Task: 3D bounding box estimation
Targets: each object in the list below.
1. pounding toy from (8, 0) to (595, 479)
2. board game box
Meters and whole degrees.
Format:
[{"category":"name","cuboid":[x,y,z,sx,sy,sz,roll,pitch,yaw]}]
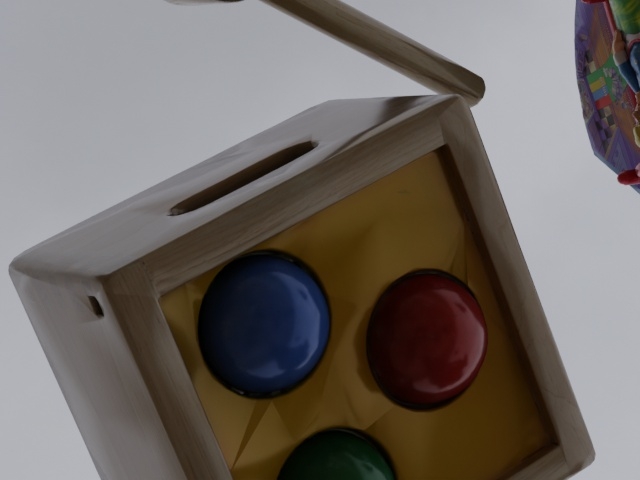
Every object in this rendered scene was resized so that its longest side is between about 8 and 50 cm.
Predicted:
[{"category":"pounding toy","cuboid":[0.005,-0.009,0.525,0.094,0.181,0.206,6,-59,61]},{"category":"board game box","cuboid":[0.126,-0.061,0.628,0.168,0.033,0.133,-129,-145,-49]}]
